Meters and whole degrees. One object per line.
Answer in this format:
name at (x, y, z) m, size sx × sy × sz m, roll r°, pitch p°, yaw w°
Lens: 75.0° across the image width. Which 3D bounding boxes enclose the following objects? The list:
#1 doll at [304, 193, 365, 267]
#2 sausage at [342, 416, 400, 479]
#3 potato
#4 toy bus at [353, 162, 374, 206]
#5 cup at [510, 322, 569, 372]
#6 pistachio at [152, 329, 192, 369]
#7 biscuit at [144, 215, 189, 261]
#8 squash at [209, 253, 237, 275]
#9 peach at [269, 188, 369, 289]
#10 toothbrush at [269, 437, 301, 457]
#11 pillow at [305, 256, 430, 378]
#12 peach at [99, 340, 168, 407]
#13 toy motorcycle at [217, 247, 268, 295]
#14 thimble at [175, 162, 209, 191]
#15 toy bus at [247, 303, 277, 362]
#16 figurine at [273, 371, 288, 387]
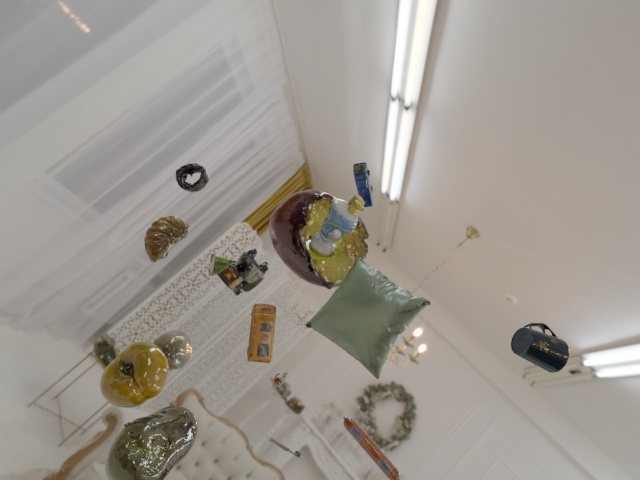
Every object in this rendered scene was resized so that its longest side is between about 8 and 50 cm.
doll at (0.033, -0.027, 1.163) m, size 0.099 × 0.240 × 0.135 m, roll 7°, pitch 36°, yaw -38°
sausage at (0.213, 0.882, 1.777) m, size 0.348 × 0.053 × 0.053 m, roll 39°, pitch -14°, yaw 37°
potato at (-0.409, 0.509, 1.029) m, size 0.165 × 0.165 × 0.262 m, roll 45°, pitch 9°, yaw 14°
toy bus at (0.139, -0.175, 1.336) m, size 0.152 × 0.051 × 0.061 m, roll 70°, pitch 16°, yaw -46°
cup at (0.806, 0.381, 1.549) m, size 0.155 × 0.176 × 0.131 m, roll 23°, pitch -39°, yaw -10°
pistachio at (-0.513, 0.379, 1.444) m, size 0.135 × 0.136 × 0.226 m, roll 48°, pitch -2°, yaw -2°
biscuit at (-0.493, -0.015, 1.343) m, size 0.061 × 0.183 × 0.118 m, roll -2°, pitch -56°, yaw 31°
squash at (-0.447, 0.119, 1.962) m, size 0.132 × 0.104 × 0.105 m, roll 8°, pitch 9°, yaw -27°
peach at (0.000, 0.000, 1.716) m, size 0.416 × 0.339 × 0.353 m, roll 48°, pitch -22°, yaw 11°
toothbrush at (-0.126, 0.732, 1.477) m, size 0.014 × 0.017 × 0.195 m, roll 23°, pitch -20°, yaw -34°
pillow at (0.154, 0.246, 1.397) m, size 0.310 × 0.312 × 0.119 m, roll 33°, pitch -10°, yaw 27°
peach at (-0.492, 0.359, 1.110) m, size 0.179 × 0.179 × 0.103 m, roll 39°, pitch -18°, yaw 38°
toy motorcycle at (-0.251, 0.114, 1.415) m, size 0.091 × 0.157 × 0.263 m, roll 49°, pitch -11°, yaw 12°
thimble at (-0.446, -0.219, 1.457) m, size 0.066 × 0.105 × 0.094 m, roll 118°, pitch -33°, yaw -86°
toy bus at (-0.159, 0.253, 1.156) m, size 0.070 × 0.161 × 0.074 m, roll 9°, pitch -22°, yaw -15°
figurine at (-0.168, 0.584, 1.764) m, size 0.047 × 0.064 × 0.109 m, roll 37°, pitch -47°, yaw 1°
